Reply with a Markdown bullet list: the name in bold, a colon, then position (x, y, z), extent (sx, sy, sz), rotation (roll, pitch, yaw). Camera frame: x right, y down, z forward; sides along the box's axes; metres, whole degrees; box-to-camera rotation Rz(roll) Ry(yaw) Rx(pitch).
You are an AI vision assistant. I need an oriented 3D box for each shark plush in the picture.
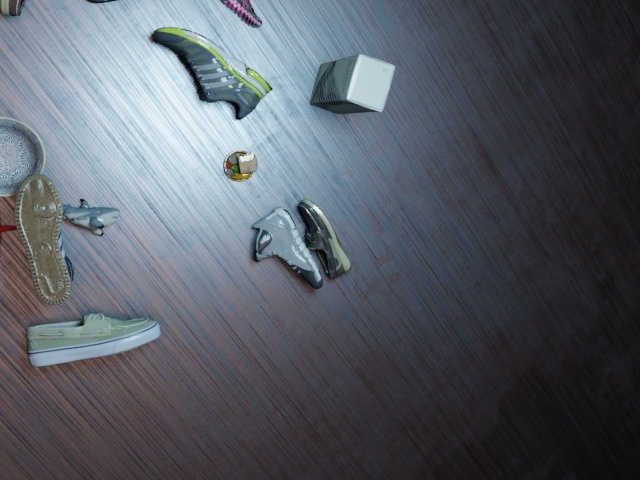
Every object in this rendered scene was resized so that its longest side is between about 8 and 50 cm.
- **shark plush**: position (-0.550, -0.064, 1.765), extent (0.161, 0.073, 0.067), rotation (14, 71, 0)

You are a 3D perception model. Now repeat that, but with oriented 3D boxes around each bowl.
- **bowl**: position (-0.690, -0.182, 1.671), extent (0.170, 0.080, 0.170), rotation (-2, 97, -19)

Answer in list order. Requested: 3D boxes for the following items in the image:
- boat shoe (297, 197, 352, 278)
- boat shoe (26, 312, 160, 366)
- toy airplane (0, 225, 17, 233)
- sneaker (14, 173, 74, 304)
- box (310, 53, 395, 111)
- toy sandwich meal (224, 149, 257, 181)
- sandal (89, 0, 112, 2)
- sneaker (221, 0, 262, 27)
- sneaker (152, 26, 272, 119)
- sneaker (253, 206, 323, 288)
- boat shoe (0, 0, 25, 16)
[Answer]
- **boat shoe**: position (0.000, 0.000, 1.930), extent (0.073, 0.080, 0.224), rotation (-38, 111, -17)
- **boat shoe**: position (-0.524, 0.216, 1.763), extent (0.302, 0.109, 0.094), rotation (-11, 98, -15)
- **toy airplane**: position (-0.710, -0.028, 1.710), extent (0.151, 0.028, 0.151), rotation (-3, 99, -19)
- **sneaker**: position (-0.607, -0.001, 1.691), extent (0.099, 0.153, 0.282), rotation (-9, 92, -16)
- **box**: position (0.069, -0.364, 1.806), extent (0.094, 0.275, 0.113), rotation (15, 91, -19)
- **toy sandwich meal**: position (-0.193, -0.182, 1.868), extent (0.085, 0.029, 0.086), rotation (-2, 97, -19)
- **sandal**: position (-0.413, -0.592, 1.731), extent (0.254, 0.054, 0.097), rotation (-23, 103, -15)
- **sneaker**: position (-0.180, -0.561, 1.825), extent (0.119, 0.047, 0.057), rotation (40, 72, -20)
- **sneaker**: position (-0.261, -0.391, 1.783), extent (0.300, 0.111, 0.121), rotation (30, 90, -17)
- **sneaker**: position (-0.095, 0.041, 1.908), extent (0.132, 0.086, 0.229), rotation (-29, 95, -9)
- **boat shoe**: position (-0.587, -0.630, 1.637), extent (0.123, 0.123, 0.342), rotation (19, 84, -19)
